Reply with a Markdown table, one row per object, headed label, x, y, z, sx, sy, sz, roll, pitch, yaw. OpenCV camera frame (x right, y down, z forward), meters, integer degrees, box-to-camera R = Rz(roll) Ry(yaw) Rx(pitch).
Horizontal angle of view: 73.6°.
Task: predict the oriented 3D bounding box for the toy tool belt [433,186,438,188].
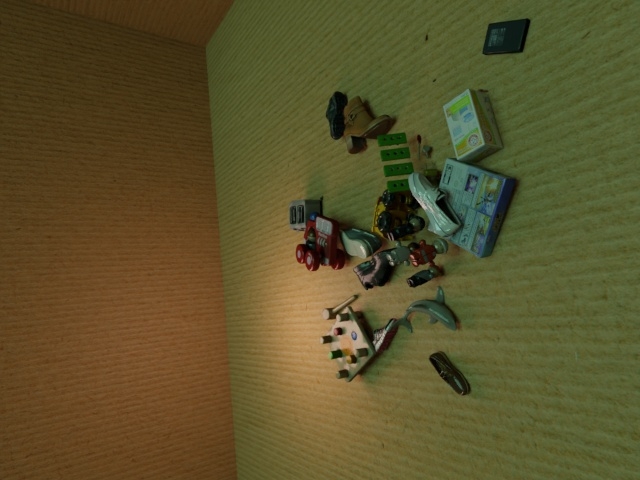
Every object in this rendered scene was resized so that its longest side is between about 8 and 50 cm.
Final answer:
| label | x | y | z | sx | sy | sz | roll | pitch | yaw |
| --- | --- | --- | --- | --- | --- | --- | --- | --- | --- |
| toy tool belt | 0.418 | -0.156 | 1.585 | 0.051 | 0.052 | 0.084 | 134 | 136 | -85 |

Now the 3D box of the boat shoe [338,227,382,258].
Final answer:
| label | x | y | z | sx | sy | sz | roll | pitch | yaw |
| --- | --- | --- | --- | --- | --- | --- | --- | --- | --- |
| boat shoe | 0.169 | 0.001 | 1.907 | 0.116 | 0.099 | 0.319 | 68 | 166 | -18 |

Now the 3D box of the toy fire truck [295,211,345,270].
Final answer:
| label | x | y | z | sx | sy | sz | roll | pitch | yaw |
| --- | --- | --- | --- | --- | --- | --- | --- | --- | --- |
| toy fire truck | 0.000 | 0.000 | 2.038 | 0.302 | 0.169 | 0.254 | -151 | 63 | -61 |

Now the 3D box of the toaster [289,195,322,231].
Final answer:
| label | x | y | z | sx | sy | sz | roll | pitch | yaw |
| --- | --- | --- | --- | --- | --- | --- | --- | --- | --- |
| toaster | -0.076 | -0.136 | 2.231 | 0.168 | 0.110 | 0.186 | -1 | 89 | 54 |

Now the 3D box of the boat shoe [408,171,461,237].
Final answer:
| label | x | y | z | sx | sy | sz | roll | pitch | yaw |
| --- | --- | --- | --- | --- | --- | --- | --- | --- | --- |
| boat shoe | 0.396 | -0.139 | 1.464 | 0.084 | 0.095 | 0.258 | -45 | 68 | 47 |

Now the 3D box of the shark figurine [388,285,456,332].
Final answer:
| label | x | y | z | sx | sy | sz | roll | pitch | yaw |
| --- | --- | --- | --- | --- | --- | --- | --- | --- | --- |
| shark figurine | 0.366 | 0.264 | 1.603 | 0.278 | 0.116 | 0.167 | -21 | 72 | 51 |

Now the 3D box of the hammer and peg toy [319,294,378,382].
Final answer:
| label | x | y | z | sx | sy | sz | roll | pitch | yaw |
| --- | --- | --- | --- | --- | --- | --- | --- | --- | --- |
| hammer and peg toy | 0.107 | 0.426 | 1.958 | 0.266 | 0.127 | 0.361 | -58 | 46 | 37 |

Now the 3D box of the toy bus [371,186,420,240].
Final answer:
| label | x | y | z | sx | sy | sz | roll | pitch | yaw |
| --- | --- | --- | --- | --- | --- | --- | --- | --- | --- |
| toy bus | 0.282 | -0.121 | 1.711 | 0.211 | 0.149 | 0.221 | -153 | 69 | -69 |

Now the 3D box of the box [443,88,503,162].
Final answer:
| label | x | y | z | sx | sy | sz | roll | pitch | yaw |
| --- | --- | --- | --- | --- | --- | --- | --- | --- | --- |
| box | 0.500 | -0.373 | 1.407 | 0.114 | 0.103 | 0.203 | -27 | 68 | 53 |

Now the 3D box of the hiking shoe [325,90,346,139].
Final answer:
| label | x | y | z | sx | sy | sz | roll | pitch | yaw |
| --- | --- | --- | --- | --- | --- | --- | --- | --- | --- |
| hiking shoe | 0.074 | -0.588 | 2.052 | 0.114 | 0.086 | 0.227 | 174 | 101 | -68 |

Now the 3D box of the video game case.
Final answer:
| label | x | y | z | sx | sy | sz | roll | pitch | yaw |
| --- | --- | --- | --- | --- | --- | --- | --- | --- | --- |
| video game case | 0.497 | -0.115 | 1.437 | 0.244 | 0.061 | 0.270 | 39 | 127 | 49 |

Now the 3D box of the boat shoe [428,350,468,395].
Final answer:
| label | x | y | z | sx | sy | sz | roll | pitch | yaw |
| --- | --- | --- | --- | --- | --- | --- | --- | --- | --- |
| boat shoe | 0.451 | 0.477 | 1.524 | 0.178 | 0.060 | 0.064 | 54 | 132 | 39 |

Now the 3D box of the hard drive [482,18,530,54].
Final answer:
| label | x | y | z | sx | sy | sz | roll | pitch | yaw |
| --- | --- | --- | --- | --- | --- | --- | --- | --- | --- |
| hard drive | 0.585 | -0.643 | 1.353 | 0.135 | 0.022 | 0.094 | 27 | 112 | 52 |

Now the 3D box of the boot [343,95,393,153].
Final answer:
| label | x | y | z | sx | sy | sz | roll | pitch | yaw |
| --- | --- | --- | --- | --- | --- | --- | --- | --- | --- |
| boot | 0.195 | -0.533 | 1.863 | 0.283 | 0.108 | 0.220 | -33 | 59 | 58 |

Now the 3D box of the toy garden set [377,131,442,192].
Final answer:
| label | x | y | z | sx | sy | sz | roll | pitch | yaw |
| --- | --- | --- | --- | --- | --- | --- | --- | --- | --- |
| toy garden set | 0.333 | -0.292 | 1.606 | 0.049 | 0.203 | 0.245 | 82 | -179 | -67 |

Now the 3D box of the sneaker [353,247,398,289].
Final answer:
| label | x | y | z | sx | sy | sz | roll | pitch | yaw |
| --- | --- | --- | --- | --- | --- | --- | --- | --- | --- |
| sneaker | 0.255 | 0.120 | 1.786 | 0.286 | 0.109 | 0.130 | -43 | 66 | 55 |

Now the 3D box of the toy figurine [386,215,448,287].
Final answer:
| label | x | y | z | sx | sy | sz | roll | pitch | yaw |
| --- | --- | --- | --- | --- | --- | --- | --- | --- | --- |
| toy figurine | 0.350 | 0.041 | 1.552 | 0.213 | 0.148 | 0.210 | 51 | 160 | 40 |

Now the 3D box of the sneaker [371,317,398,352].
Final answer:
| label | x | y | z | sx | sy | sz | roll | pitch | yaw |
| --- | --- | --- | --- | --- | --- | --- | --- | --- | --- |
| sneaker | 0.262 | 0.383 | 1.785 | 0.075 | 0.063 | 0.171 | 48 | 122 | 44 |
